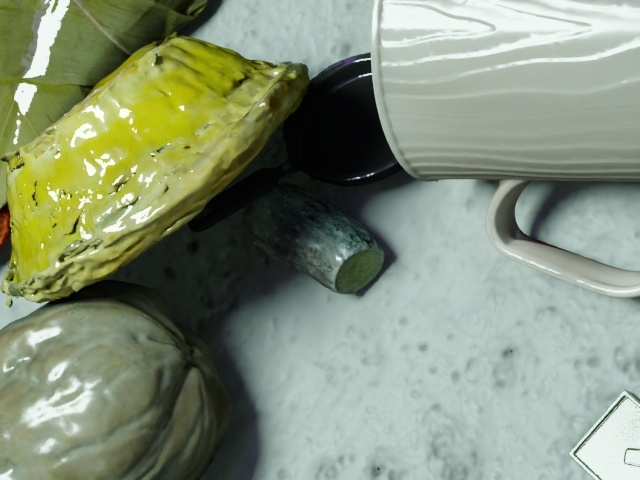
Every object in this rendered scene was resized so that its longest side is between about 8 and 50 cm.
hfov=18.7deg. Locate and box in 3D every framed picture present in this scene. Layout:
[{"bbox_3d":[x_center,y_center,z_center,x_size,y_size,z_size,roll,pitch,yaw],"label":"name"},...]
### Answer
[{"bbox_3d":[0.231,0.159,1.409,0.066,0.006,0.089,-50,58,4],"label":"framed picture"}]

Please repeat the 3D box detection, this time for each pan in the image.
[{"bbox_3d":[-0.006,-0.070,1.565,0.235,0.028,0.136,-33,46,-9],"label":"pan"}]

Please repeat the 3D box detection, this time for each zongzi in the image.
[{"bbox_3d":[-0.272,-0.209,1.725,0.274,0.145,0.300,36,89,34],"label":"zongzi"}]

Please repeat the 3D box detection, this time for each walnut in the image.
[{"bbox_3d":[-0.187,0.141,1.533,0.224,0.224,0.224,-10,68,25],"label":"walnut"}]

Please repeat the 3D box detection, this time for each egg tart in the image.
[{"bbox_3d":[-0.147,-0.072,1.534,0.315,0.315,0.120,-35,101,14],"label":"egg tart"}]

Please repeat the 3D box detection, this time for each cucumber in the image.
[{"bbox_3d":[-0.002,-0.001,1.562,0.112,0.064,0.064,30,88,31],"label":"cucumber"}]

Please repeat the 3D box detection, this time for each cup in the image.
[{"bbox_3d":[0.186,-0.119,1.413,0.273,0.208,0.288,4,74,28],"label":"cup"}]

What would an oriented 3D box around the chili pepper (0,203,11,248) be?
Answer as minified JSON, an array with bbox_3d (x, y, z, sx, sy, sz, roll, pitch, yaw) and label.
[{"bbox_3d":[-0.397,-0.103,1.768,0.338,0.131,0.134,52,141,32],"label":"chili pepper"}]
